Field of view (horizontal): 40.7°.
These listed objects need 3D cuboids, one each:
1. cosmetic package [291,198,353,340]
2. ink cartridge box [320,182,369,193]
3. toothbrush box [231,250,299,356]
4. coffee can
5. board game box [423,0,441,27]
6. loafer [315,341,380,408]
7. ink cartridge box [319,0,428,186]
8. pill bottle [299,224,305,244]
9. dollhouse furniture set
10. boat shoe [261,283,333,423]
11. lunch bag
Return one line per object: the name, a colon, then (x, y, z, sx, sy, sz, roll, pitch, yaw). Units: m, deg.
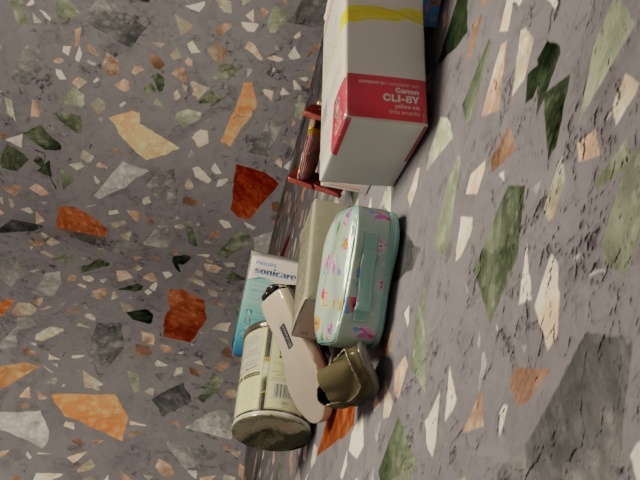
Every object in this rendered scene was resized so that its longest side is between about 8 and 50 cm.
cosmetic package: (0.019, 0.069, 1.962, 0.153, 0.129, 0.296, 113, 167, -49)
ink cartridge box: (0.069, -0.174, 2.002, 0.198, 0.115, 0.067, 112, 167, -58)
toothbrush box: (-0.123, 0.195, 2.483, 0.126, 0.216, 0.295, -134, 55, -80)
coffee can: (-0.112, 0.368, 2.203, 0.201, 0.202, 0.275, 111, 168, -50)
board game box: (0.214, -0.539, 1.665, 0.160, 0.039, 0.211, -96, 11, -58)
loafer: (0.044, 0.261, 1.576, 0.251, 0.087, 0.094, 105, 147, -61)
ink cartridge box: (0.097, -0.337, 1.695, 0.279, 0.160, 0.384, 113, 159, -68)
pill bottle: (0.000, 0.000, 2.276, 0.193, 0.108, 0.108, -148, 69, -82)
dollhouse furniture set: (0.047, -0.279, 2.357, 0.374, 0.152, 0.201, -54, -20, -65)
boat shoe: (-0.007, 0.250, 2.002, 0.127, 0.158, 0.340, -41, 61, 42)
lunch bag: (0.071, 0.079, 1.651, 0.224, 0.108, 0.279, 157, 122, -74)
